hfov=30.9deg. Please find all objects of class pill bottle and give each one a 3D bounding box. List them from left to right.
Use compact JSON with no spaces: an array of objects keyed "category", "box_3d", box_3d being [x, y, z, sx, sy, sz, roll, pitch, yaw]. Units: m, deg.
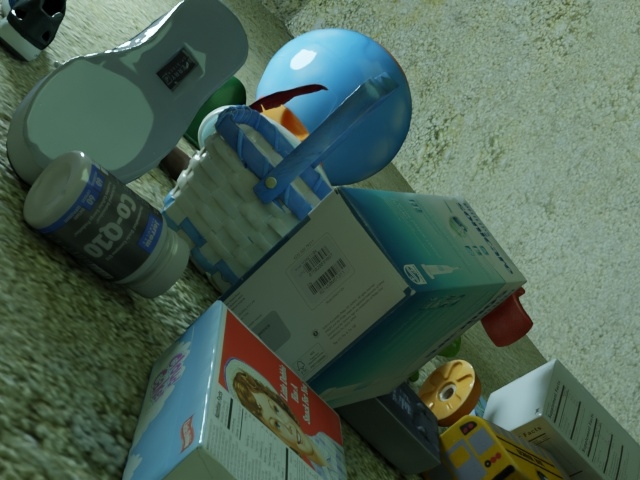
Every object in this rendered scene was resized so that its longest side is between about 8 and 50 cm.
[{"category":"pill bottle","box_3d":[-0.184,-0.010,1.015,0.137,0.078,0.078,40,13,-35]}]

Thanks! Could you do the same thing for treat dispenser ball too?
[{"category":"treat dispenser ball","box_3d":[0.024,-0.243,2.120,0.288,0.288,0.288,46,11,-11]}]

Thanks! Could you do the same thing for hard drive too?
[{"category":"hard drive","box_3d":[0.041,0.160,1.375,0.255,0.054,0.172,47,10,-6]}]

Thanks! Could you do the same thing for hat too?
[{"category":"hat","box_3d":[-0.128,-0.235,1.749,0.173,0.183,0.208,49,11,3]}]

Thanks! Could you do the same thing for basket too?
[{"category":"basket","box_3d":[-0.027,-0.083,1.323,0.201,0.289,0.255,43,14,1]}]

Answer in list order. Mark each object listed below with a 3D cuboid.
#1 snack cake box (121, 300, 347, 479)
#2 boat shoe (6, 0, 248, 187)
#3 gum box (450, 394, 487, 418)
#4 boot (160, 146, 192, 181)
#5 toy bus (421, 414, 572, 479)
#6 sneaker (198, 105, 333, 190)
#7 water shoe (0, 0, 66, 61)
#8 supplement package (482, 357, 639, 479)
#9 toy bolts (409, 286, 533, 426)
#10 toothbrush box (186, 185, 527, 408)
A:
[{"category":"snack cake box","box_3d":[-0.059,0.166,0.864,0.152,0.089,0.264,44,11,-13]},{"category":"boat shoe","box_3d":[-0.221,-0.135,1.192,0.136,0.156,0.367,51,39,-13]},{"category":"gum box","box_3d":[0.279,0.319,1.797,0.184,0.041,0.157,46,11,-9]},{"category":"boot","box_3d":[-0.209,-0.122,1.422,0.106,0.037,0.114,40,-1,41]},{"category":"toy bus","box_3d":[0.258,0.331,1.501,0.332,0.108,0.130,33,17,-54]},{"category":"sneaker","box_3d":[-0.037,-0.038,1.556,0.366,0.135,0.150,48,7,3]},{"category":"water shoe","box_3d":[-0.326,-0.267,1.357,0.073,0.080,0.203,44,12,-26]},{"category":"supplement package","box_3d":[0.362,0.318,1.685,0.244,0.139,0.134,46,36,-11]},{"category":"toy bolts","box_3d":[0.169,0.116,1.615,0.158,0.228,0.218,43,19,-27]},{"category":"toothbrush box","box_3d":[0.047,0.063,1.160,0.126,0.216,0.295,55,25,19]}]
